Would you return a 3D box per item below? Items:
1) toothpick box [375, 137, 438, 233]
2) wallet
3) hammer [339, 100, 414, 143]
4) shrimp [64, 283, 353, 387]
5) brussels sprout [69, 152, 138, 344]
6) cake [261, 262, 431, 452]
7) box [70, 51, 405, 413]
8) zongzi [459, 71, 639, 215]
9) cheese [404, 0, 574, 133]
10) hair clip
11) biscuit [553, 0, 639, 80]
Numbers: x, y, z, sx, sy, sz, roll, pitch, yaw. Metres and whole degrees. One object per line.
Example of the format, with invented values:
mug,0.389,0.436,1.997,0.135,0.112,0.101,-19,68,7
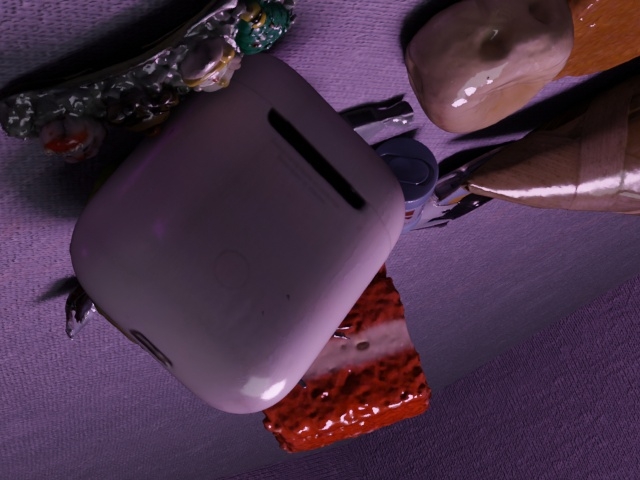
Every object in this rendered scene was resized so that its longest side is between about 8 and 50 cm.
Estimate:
toothpick box,0.113,-0.076,2.082,0.101,0.101,0.153,-21,164,-10
wallet,0.221,-0.072,2.325,0.170,0.069,0.231,-18,165,-39
hammer,0.032,-0.102,1.946,0.158,0.041,0.226,-17,155,-20
shrimp,-0.157,0.117,2.062,0.410,0.166,0.221,17,134,-2
brussels sprout,-0.122,0.018,1.719,0.371,0.276,0.315,-18,160,-42
cake,0.005,0.161,2.306,0.270,0.319,0.269,-18,166,-3
box,-0.078,-0.013,1.504,0.349,0.288,0.141,-53,-166,-31
zongzi,0.516,-0.186,2.099,0.467,0.218,0.500,-11,159,-40
cheese,0.206,-0.221,1.723,0.218,0.117,0.235,-33,166,22
hair clip,-0.161,-0.159,1.428,0.321,0.091,0.138,-26,167,11
biscuit,0.419,-0.317,1.829,0.312,0.057,0.351,-23,166,-4
